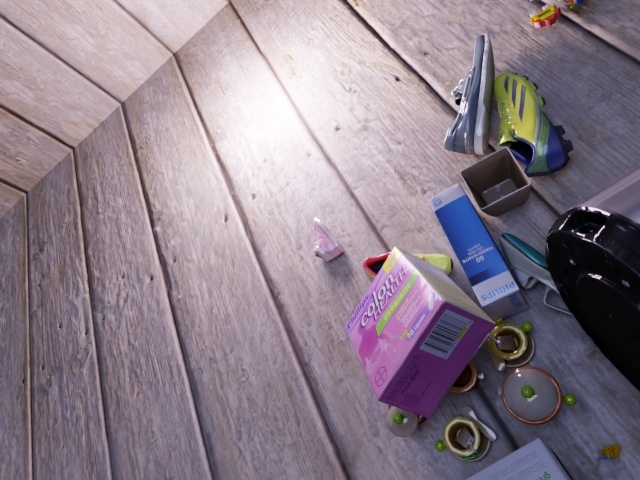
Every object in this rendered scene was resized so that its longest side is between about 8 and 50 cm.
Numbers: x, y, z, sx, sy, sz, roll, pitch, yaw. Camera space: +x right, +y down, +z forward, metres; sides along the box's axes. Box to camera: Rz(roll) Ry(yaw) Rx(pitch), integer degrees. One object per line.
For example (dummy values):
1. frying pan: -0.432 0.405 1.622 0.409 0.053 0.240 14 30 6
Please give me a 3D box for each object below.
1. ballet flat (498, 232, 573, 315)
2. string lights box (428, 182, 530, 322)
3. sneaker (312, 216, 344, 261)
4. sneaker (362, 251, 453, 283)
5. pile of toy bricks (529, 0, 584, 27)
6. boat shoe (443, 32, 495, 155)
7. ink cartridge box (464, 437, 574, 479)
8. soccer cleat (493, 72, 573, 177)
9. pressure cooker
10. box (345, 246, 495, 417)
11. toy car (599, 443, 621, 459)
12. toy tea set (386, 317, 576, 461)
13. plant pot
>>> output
1. ballet flat: 0.433 0.077 0.900 0.086 0.086 0.248 -51 52 2
2. string lights box: 0.320 0.024 0.957 0.077 0.133 0.259 -29 55 17
3. sneaker: 0.000 0.000 1.225 0.070 0.051 0.134 -40 57 4
4. sneaker: 0.188 0.062 1.049 0.209 0.094 0.081 -10 62 27
5. pile of toy bricks: 0.587 -0.587 1.079 0.213 0.118 0.105 -27 37 21
6. boat shoe: 0.358 -0.354 1.127 0.099 0.116 0.318 2 74 29
7. ink cartridge box: 0.273 0.492 0.664 0.310 0.130 0.271 -36 42 11
8. soccer cleat: 0.437 -0.262 1.039 0.121 0.093 0.288 -22 59 9
9. pressure cooker: 0.587 0.019 0.622 0.421 0.375 0.369 -34 90 3
10. box: 0.174 0.164 0.902 0.213 0.118 0.243 -60 20 14
11. toy car: 0.479 0.397 0.752 0.040 0.060 0.121 124 170 -57
12. toy tea set: 0.275 0.287 0.865 0.336 0.124 0.199 -37 53 12
13. plant pot: 0.382 -0.113 1.007 0.109 0.096 0.108 -29 55 19
